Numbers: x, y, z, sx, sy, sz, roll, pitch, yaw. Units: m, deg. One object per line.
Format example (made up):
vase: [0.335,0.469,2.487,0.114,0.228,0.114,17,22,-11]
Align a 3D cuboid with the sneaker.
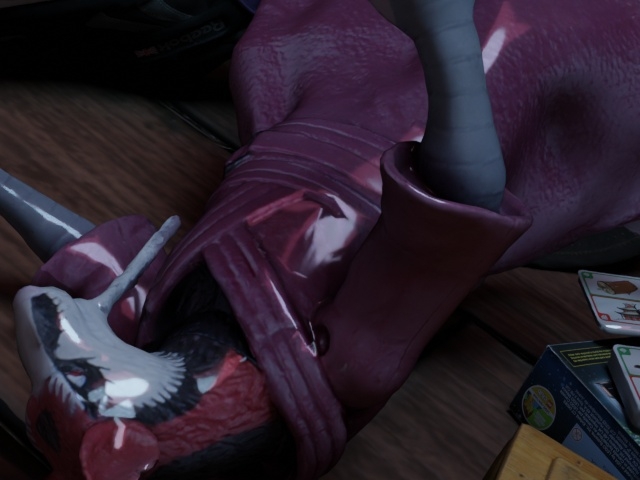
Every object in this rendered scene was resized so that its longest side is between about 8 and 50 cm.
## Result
sneaker: [-0.122,-0.134,0.640,0.283,0.124,0.107,-11,45,-11]

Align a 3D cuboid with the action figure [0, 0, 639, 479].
action figure: [0.000,0.000,0.464,0.248,0.275,0.370,-4,37,39]

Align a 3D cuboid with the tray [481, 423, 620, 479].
tray: [0.204,0.230,0.310,0.411,0.076,0.203,31,30,9]

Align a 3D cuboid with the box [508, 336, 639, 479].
box: [0.230,0.114,0.547,0.233,0.044,0.159,0,37,-38]

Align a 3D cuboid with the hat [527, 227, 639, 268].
hat: [0.121,-0.129,0.730,0.331,0.331,0.134,7,-6,-29]

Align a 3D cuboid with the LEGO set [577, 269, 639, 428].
LEGO set: [0.254,0.095,0.520,0.244,0.060,0.182,7,32,-8]
